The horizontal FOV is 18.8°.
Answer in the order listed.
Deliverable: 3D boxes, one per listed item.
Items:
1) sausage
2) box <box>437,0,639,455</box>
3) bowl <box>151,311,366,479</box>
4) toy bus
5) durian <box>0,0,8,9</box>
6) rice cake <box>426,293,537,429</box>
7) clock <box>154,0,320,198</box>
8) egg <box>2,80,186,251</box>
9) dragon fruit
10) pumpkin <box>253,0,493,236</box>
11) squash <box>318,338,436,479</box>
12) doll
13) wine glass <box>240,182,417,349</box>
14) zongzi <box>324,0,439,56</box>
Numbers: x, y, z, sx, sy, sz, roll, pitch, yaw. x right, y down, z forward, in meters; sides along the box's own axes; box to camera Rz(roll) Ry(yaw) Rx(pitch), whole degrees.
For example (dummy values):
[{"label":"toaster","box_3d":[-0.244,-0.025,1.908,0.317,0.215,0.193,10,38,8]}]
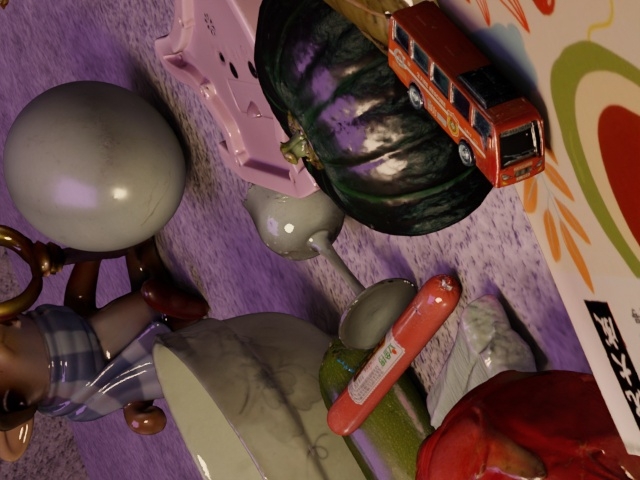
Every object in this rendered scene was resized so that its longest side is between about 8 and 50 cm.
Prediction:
[{"label":"sausage","box_3d":[0.056,0.095,1.553,0.034,0.034,0.253,58,144,20]},{"label":"box","box_3d":[0.182,-0.082,0.820,0.385,0.122,0.344,67,165,-8]},{"label":"bowl","box_3d":[-0.021,0.194,1.831,0.307,0.163,0.307,55,162,28]},{"label":"toy bus","box_3d":[0.069,-0.072,0.929,0.110,0.031,0.043,52,155,42]},{"label":"durian","box_3d":[-0.215,-0.337,1.688,0.305,0.185,0.196,107,162,-77]},{"label":"rice cake","box_3d":[0.121,0.113,1.474,0.222,0.042,0.080,98,147,-65]},{"label":"clock","box_3d":[-0.065,-0.178,1.558,0.275,0.080,0.290,68,163,-12]},{"label":"egg","box_3d":[-0.240,-0.078,2.085,0.264,0.183,0.183,23,136,59]},{"label":"dragon fruit","box_3d":[0.149,0.166,1.237,0.209,0.172,0.172,-6,112,43]},{"label":"pumpkin","box_3d":[0.034,-0.093,1.237,0.202,0.140,0.202,60,174,11]},{"label":"squash","box_3d":[0.093,0.228,1.664,0.331,0.087,0.087,63,164,7]},{"label":"doll","box_3d":[-0.295,0.120,2.350,0.209,0.339,0.318,133,123,-77]},{"label":"wine glass","box_3d":[0.000,0.000,1.621,0.195,0.079,0.079,51,159,38]},{"label":"zongzi","box_3d":[0.000,-0.274,1.069,0.274,0.145,0.300,48,160,41]}]
